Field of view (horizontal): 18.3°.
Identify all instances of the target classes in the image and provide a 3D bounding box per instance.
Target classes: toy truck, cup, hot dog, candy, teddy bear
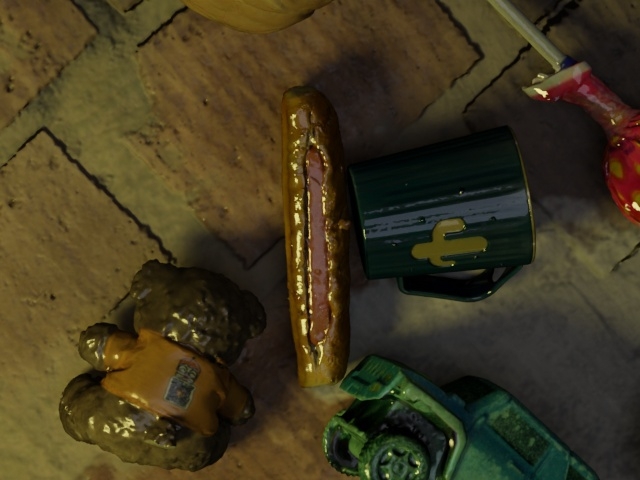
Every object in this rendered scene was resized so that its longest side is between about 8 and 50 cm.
[{"bbox_3d":[0.137,0.217,1.864,0.279,0.155,0.156,43,83,-14],"label":"toy truck"},{"bbox_3d":[0.110,-0.013,1.835,0.155,0.131,0.176,-9,128,-3],"label":"cup"},{"bbox_3d":[-0.004,0.000,1.834,0.061,0.088,0.286,-3,107,-3],"label":"hot dog"},{"bbox_3d":[0.239,-0.150,1.843,0.365,0.124,0.124,44,91,-6],"label":"candy"},{"bbox_3d":[-0.134,0.115,1.809,0.177,0.140,0.190,20,89,-10],"label":"teddy bear"}]

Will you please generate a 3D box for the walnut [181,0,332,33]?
[{"bbox_3d":[-0.069,-0.306,1.698,0.225,0.225,0.261,-32,106,-2],"label":"walnut"}]
